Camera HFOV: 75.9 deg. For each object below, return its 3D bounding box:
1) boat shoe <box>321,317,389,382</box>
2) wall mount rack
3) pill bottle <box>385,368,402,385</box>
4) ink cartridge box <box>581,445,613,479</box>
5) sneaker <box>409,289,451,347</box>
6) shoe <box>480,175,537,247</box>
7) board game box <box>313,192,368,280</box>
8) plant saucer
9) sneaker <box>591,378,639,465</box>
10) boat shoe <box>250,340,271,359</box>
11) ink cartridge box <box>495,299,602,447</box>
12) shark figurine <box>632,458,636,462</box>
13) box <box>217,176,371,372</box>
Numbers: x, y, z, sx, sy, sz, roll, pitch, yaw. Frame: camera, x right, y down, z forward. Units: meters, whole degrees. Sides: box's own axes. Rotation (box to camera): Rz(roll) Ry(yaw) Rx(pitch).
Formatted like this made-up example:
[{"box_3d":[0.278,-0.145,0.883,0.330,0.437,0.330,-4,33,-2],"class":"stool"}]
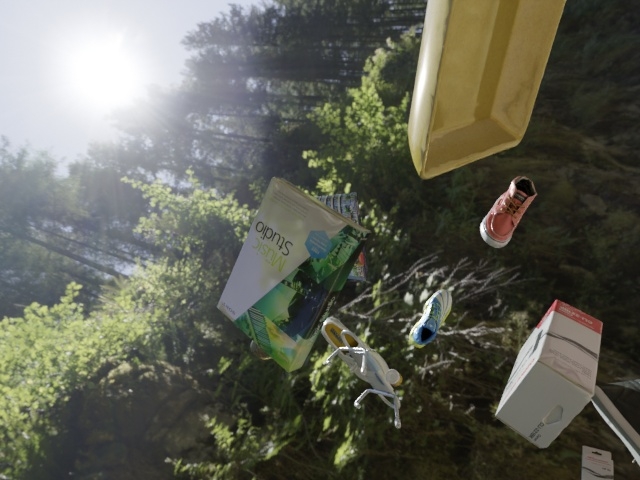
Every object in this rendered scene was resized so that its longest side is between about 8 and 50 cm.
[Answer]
[{"box_3d":[0.147,0.460,1.682,0.136,0.367,0.156,-43,-5,-4],"class":"boat shoe"},{"box_3d":[0.164,0.484,1.408,0.130,0.304,0.350,-36,-84,-27],"class":"wall mount rack"},{"box_3d":[0.231,0.430,1.279,0.044,0.043,0.083,-66,-28,-17],"class":"pill bottle"},{"box_3d":[0.510,0.426,0.756,0.028,0.048,0.084,53,-131,-47],"class":"ink cartridge box"},{"box_3d":[0.414,0.286,1.482,0.240,0.091,0.126,-59,-4,-7],"class":"sneaker"},{"box_3d":[0.386,-0.064,0.839,0.178,0.063,0.081,-48,-16,-40],"class":"shoe"},{"box_3d":[0.000,0.000,0.938,0.060,0.193,0.195,-59,-39,-67],"class":"board game box"},{"box_3d":[0.261,-0.298,0.663,0.332,0.081,0.333,-22,-51,-35],"class":"plant saucer"},{"box_3d":[0.713,0.404,0.844,0.296,0.146,0.105,-100,-17,-58],"class":"sneaker"},{"box_3d":[-0.088,0.242,1.125,0.305,0.091,0.109,-17,-89,-71],"class":"boat shoe"},{"box_3d":[0.519,0.291,0.926,0.272,0.114,0.197,-32,-36,-49],"class":"ink cartridge box"},{"box_3d":[0.986,0.731,1.163,0.166,0.116,0.279,1,-90,-32],"class":"shark figurine"},{"box_3d":[-0.067,0.066,0.834,0.058,0.232,0.322,-1,-61,-58],"class":"box"}]
